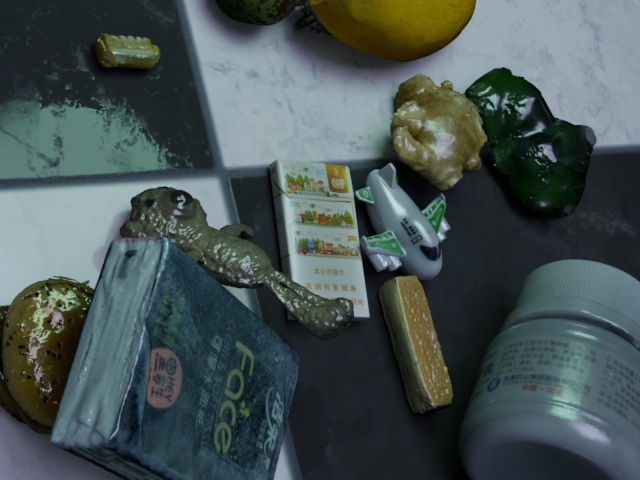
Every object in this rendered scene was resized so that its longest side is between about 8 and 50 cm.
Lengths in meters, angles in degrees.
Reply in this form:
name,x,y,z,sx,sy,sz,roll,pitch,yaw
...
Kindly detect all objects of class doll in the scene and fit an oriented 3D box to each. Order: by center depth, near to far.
name,x,y,z,sx,sy,sz,roll,pitch,yaw
doll,-0.106,0.027,1.267,0.203,0.091,0.286,-15,50,-41

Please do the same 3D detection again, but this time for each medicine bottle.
name,x,y,z,sx,sy,sz,roll,pitch,yaw
medicine bottle,0.336,0.202,1.430,0.245,0.245,0.306,38,50,-14

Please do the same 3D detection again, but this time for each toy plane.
name,x,y,z,sx,sy,sz,roll,pitch,yaw
toy plane,0.117,-0.023,1.486,0.174,0.080,0.174,13,64,-29
toy plane,-0.010,-0.333,1.562,0.083,0.031,0.078,-42,108,-39

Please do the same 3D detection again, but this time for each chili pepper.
name,x,y,z,sx,sy,sz,roll,pitch,yaw
chili pepper,0.335,-0.157,1.649,0.148,0.116,0.264,-28,88,-45

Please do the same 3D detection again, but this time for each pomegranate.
name,x,y,z,sx,sy,sz,roll,pitch,yaw
pomegranate,-0.076,-0.370,1.475,0.163,0.138,0.125,-41,122,-46

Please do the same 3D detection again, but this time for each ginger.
name,x,y,z,sx,sy,sz,roll,pitch,yaw
ginger,0.173,-0.167,1.563,0.157,0.102,0.216,27,46,-10

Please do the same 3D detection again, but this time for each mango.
name,x,y,z,sx,sy,sz,roll,pitch,yaw
mango,0.115,-0.358,1.564,0.359,0.144,0.187,-26,104,-46

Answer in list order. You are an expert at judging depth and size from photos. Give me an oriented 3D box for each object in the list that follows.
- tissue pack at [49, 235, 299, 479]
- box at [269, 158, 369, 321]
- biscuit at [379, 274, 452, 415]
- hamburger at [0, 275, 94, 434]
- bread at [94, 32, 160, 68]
name,x,y,z,sx,sy,sz,roll,pitch,yaw
tissue pack,-0.145,0.164,1.150,0.315,0.103,0.228,48,48,-51
box,0.000,0.000,1.432,0.122,0.032,0.220,3,69,-32
biscuit,0.128,0.143,1.441,0.052,0.056,0.188,-7,76,-31
hamburger,-0.282,0.120,1.162,0.177,0.113,0.185,27,60,-19
bread,-0.252,-0.244,1.375,0.088,0.033,0.049,-5,60,-37
